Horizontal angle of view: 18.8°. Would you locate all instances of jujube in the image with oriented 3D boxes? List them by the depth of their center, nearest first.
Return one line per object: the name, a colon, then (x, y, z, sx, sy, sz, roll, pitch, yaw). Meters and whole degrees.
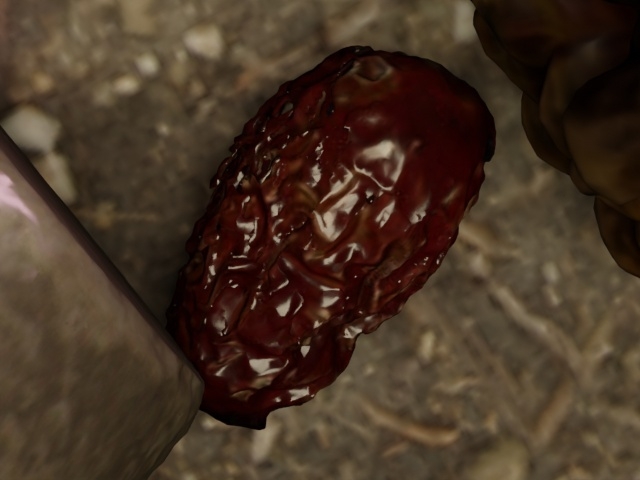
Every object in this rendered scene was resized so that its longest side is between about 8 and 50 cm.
jujube: (-0.003, -0.002, 0.751, 0.104, 0.104, 0.166, 35, 95, -9)

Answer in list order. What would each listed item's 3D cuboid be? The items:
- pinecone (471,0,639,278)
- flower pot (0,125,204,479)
pinecone: (0.224, -0.127, 0.607, 0.397, 0.398, 0.398, -1, 100, -4)
flower pot: (-0.225, 0.079, 0.662, 0.330, 0.293, 0.293, -38, 101, -3)
